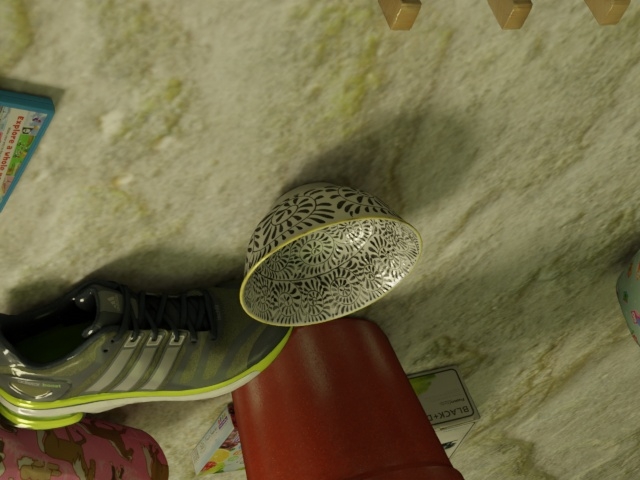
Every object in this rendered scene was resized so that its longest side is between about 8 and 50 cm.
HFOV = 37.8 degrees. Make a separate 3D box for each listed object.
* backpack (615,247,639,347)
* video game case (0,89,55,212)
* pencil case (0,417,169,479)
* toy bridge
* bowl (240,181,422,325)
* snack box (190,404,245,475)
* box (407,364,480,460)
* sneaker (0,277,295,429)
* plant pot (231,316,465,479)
[{"bbox_3d":[0.459,0.077,1.135,0.144,0.188,0.166,-10,149,-17],"label":"backpack"},{"bbox_3d":[-0.282,-0.067,0.636,0.166,0.015,0.119,7,139,-38],"label":"video game case"},{"bbox_3d":[-0.333,0.239,0.956,0.167,0.160,0.386,-56,143,2],"label":"pencil case"},{"bbox_3d":[0.128,-0.178,0.656,0.188,0.063,0.026,-6,147,-20],"label":"toy bridge"},{"bbox_3d":[0.000,0.000,0.846,0.170,0.080,0.170,-15,149,-9],"label":"bowl"},{"bbox_3d":[-0.101,0.263,1.242,0.100,0.037,0.141,0,144,-33],"label":"snack box"},{"bbox_3d":[0.108,0.301,1.379,0.169,0.087,0.290,-10,148,-17],"label":"box"},{"bbox_3d":[-0.165,0.089,0.868,0.299,0.111,0.121,-16,145,-12],"label":"sneaker"},{"bbox_3d":[0.025,0.250,1.074,0.272,0.265,0.272,-15,149,-9],"label":"plant pot"}]
